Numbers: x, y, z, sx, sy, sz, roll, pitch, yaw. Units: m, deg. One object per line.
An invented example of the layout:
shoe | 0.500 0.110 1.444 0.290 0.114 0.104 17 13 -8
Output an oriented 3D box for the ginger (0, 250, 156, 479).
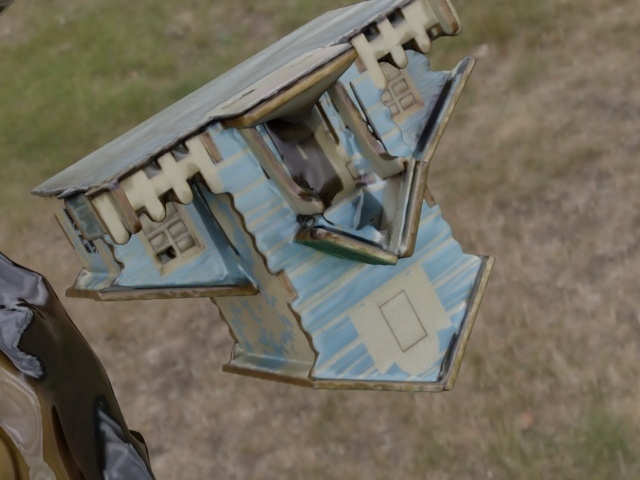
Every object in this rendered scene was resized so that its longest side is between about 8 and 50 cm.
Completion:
ginger | -0.118 0.156 0.363 0.200 0.269 0.223 -21 30 28

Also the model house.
model house | 0.000 0.000 0.895 0.271 0.206 0.178 -34 16 -25

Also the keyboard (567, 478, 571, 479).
keyboard | 0.229 0.288 1.578 0.053 0.155 0.010 -37 63 -19

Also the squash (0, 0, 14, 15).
squash | -0.248 -0.247 0.958 0.165 0.252 0.252 3 16 -42
